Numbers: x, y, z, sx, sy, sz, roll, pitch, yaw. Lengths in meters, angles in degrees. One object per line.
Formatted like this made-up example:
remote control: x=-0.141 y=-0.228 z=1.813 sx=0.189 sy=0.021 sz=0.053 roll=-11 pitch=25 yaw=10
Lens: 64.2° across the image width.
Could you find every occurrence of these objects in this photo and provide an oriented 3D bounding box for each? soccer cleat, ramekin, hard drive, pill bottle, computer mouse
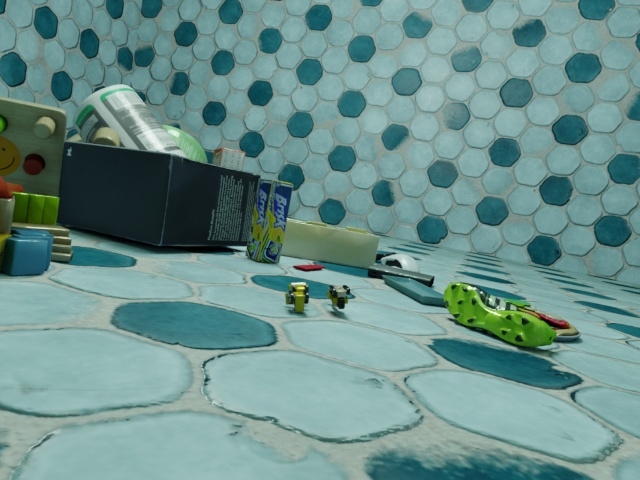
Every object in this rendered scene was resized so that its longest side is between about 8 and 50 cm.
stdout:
soccer cleat: x=0.254 y=0.110 z=0.743 sx=0.072 sy=0.060 sz=0.179 roll=18 pitch=6 yaw=-34
ramekin: x=-0.559 y=-0.241 z=1.792 sx=0.304 sy=0.303 sz=0.148 roll=9 pitch=47 yaw=-13
hard drive: x=0.181 y=0.079 z=1.131 sx=0.135 sy=0.022 sz=0.094 roll=12 pitch=5 yaw=18
pill bottle: x=-0.511 y=-0.241 z=1.448 sx=0.361 sy=0.204 sz=0.204 roll=52 pitch=9 yaw=3
computer mouse: x=0.206 y=0.053 z=1.380 sx=0.106 sy=0.042 sz=0.193 roll=9 pitch=5 yaw=-26

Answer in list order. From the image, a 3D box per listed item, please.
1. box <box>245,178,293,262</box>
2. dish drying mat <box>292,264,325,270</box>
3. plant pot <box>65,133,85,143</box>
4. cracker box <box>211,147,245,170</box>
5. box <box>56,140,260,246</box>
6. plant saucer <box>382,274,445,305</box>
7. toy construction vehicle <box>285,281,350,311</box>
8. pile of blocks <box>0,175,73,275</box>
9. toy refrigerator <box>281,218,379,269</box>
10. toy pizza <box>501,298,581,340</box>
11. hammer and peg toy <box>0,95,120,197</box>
box: x=-0.107 y=-0.041 z=1.061 sx=0.054 sy=0.168 sz=0.059 roll=7 pitch=5 yaw=-38
dish drying mat: x=-0.023 y=0.056 z=1.059 sx=0.032 sy=0.008 sz=0.083 roll=12 pitch=6 yaw=28
plant pot: x=-0.717 y=-0.210 z=1.549 sx=0.257 sy=0.256 sz=0.274 roll=11 pitch=21 yaw=7
cracker box: x=-0.264 y=-0.126 z=1.366 sx=0.067 sy=0.232 sz=0.156 roll=10 pitch=5 yaw=-21
box: x=-0.341 y=-0.092 z=1.097 sx=0.297 sy=0.182 sz=0.294 roll=10 pitch=3 yaw=26
plant saucer: x=0.181 y=0.095 z=0.973 sx=0.067 sy=0.018 sz=0.192 roll=9 pitch=6 yaw=-15
toy construction vehicle: x=-0.006 y=0.080 z=0.695 sx=0.086 sy=0.035 sz=0.098 roll=-2 pitch=4 yaw=-11
pile of blocks: x=-0.399 y=-0.031 z=0.663 sx=0.149 sy=0.112 sz=0.362 roll=8 pitch=6 yaw=-25
toy refrigerator: x=0.000 y=0.000 z=1.262 sx=0.270 sy=0.094 sz=0.102 roll=10 pitch=4 yaw=-6
toy pizza: x=0.326 y=0.122 z=0.851 sx=0.202 sy=0.032 sz=0.201 roll=10 pitch=4 yaw=-1
hammer and peg toy: x=-0.639 y=-0.169 z=1.106 sx=0.362 sy=0.265 sz=0.127 roll=9 pitch=27 yaw=-22
